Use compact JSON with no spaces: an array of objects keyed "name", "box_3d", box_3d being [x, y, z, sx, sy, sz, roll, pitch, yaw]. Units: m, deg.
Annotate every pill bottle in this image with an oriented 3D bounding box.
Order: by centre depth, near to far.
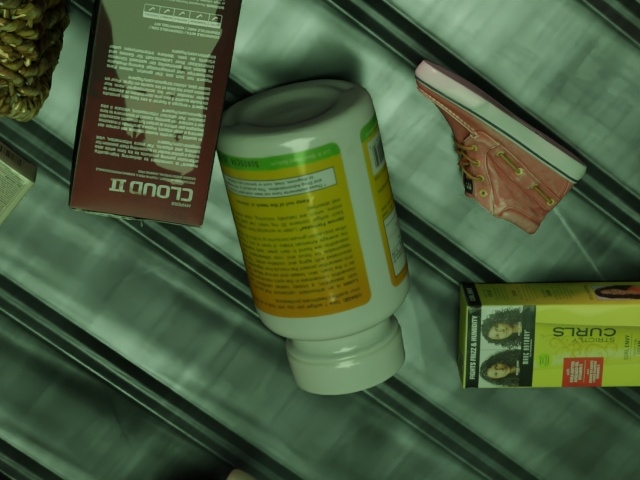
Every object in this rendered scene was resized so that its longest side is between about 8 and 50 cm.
[{"name":"pill bottle","box_3d":[0.000,0.000,1.690,0.136,0.136,0.246,-12,112,1]}]

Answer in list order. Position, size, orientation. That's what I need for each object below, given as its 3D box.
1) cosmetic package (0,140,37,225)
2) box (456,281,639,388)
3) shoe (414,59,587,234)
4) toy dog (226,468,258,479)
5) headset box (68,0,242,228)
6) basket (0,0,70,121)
[{"name":"cosmetic package","box_3d":[-0.300,-0.031,1.711,0.060,0.041,0.115,38,105,-17]},{"name":"box","box_3d":[0.240,0.084,1.782,0.232,0.058,0.087,0,111,-4]},{"name":"shoe","box_3d":[0.138,-0.077,1.707,0.178,0.063,0.081,32,102,-19]},{"name":"toy dog","box_3d":[-0.103,0.404,1.774,0.407,0.284,0.395,-2,112,-5]},{"name":"headset box","box_3d":[-0.127,-0.159,1.575,0.110,0.218,0.293,9,110,-7]},{"name":"basket","box_3d":[-0.303,-0.227,1.492,0.213,0.299,0.223,1,112,-4]}]
